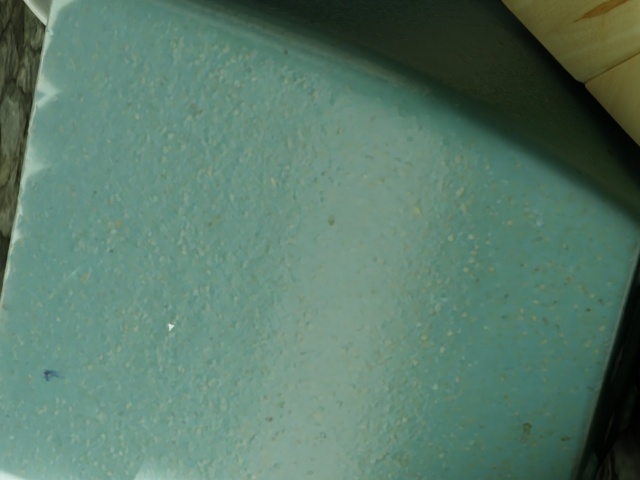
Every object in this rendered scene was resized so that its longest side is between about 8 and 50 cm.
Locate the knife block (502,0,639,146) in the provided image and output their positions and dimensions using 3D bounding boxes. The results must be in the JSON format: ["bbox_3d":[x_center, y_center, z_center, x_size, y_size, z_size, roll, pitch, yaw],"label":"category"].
[{"bbox_3d":[0.190,-0.149,0.772,0.275,0.088,0.242,58,136,51],"label":"knife block"}]

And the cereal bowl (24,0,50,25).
[{"bbox_3d":[-0.027,-0.242,1.104,0.339,0.141,0.339,-6,79,32],"label":"cereal bowl"}]

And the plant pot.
[{"bbox_3d":[0.026,0.007,0.875,0.247,0.252,0.247,-36,-39,-68],"label":"plant pot"}]
